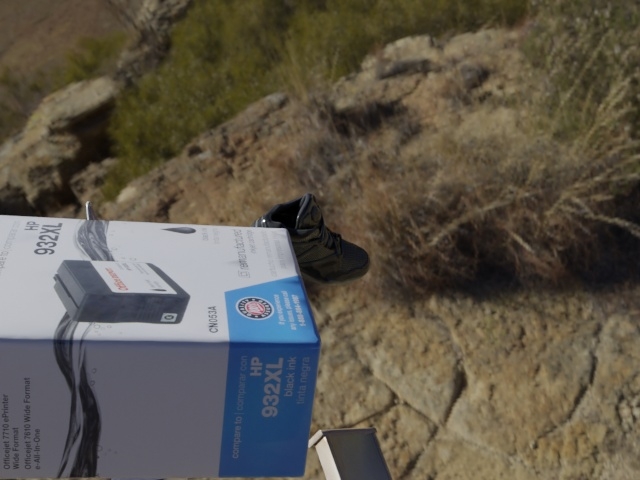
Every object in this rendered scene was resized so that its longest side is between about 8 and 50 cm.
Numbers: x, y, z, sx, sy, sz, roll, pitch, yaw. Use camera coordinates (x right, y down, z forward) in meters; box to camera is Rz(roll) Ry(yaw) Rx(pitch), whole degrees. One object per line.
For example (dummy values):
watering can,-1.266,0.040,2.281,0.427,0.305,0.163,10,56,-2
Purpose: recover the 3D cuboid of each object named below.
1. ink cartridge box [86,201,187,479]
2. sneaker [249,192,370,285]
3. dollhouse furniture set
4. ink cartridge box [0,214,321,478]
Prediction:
ink cartridge box,-0.224,0.151,1.148,0.071,0.324,0.330,-7,74,-5
sneaker,0.000,0.000,1.470,0.130,0.227,0.087,-47,34,43
dollhouse furniture set,0.009,0.424,1.421,0.242,0.212,0.161,-52,46,37
ink cartridge box,-0.170,0.080,0.751,0.307,0.129,0.223,2,25,-11
